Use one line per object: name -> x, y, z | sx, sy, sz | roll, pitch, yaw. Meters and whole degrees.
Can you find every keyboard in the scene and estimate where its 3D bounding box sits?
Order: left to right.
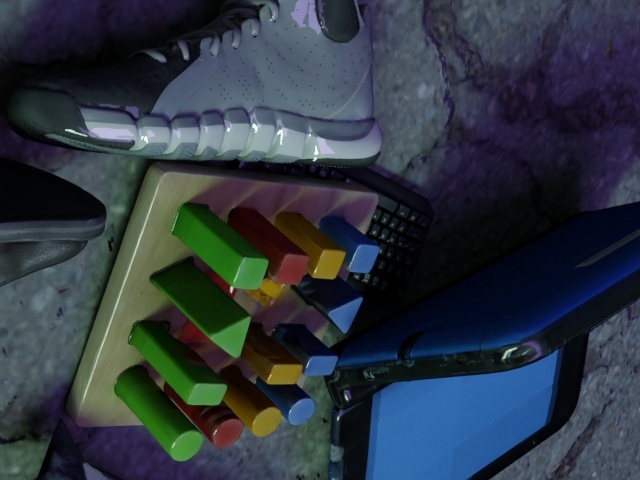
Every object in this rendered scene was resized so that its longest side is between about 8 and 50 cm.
keyboard -> 0.000, 0.000, 0.870 | 0.180, 0.023, 0.108 | 24, 92, -46

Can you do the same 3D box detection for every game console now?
game console -> 0.153, 0.096, 0.944 | 0.293, 0.250, 0.173 | -26, 99, -39

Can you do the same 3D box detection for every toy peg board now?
toy peg board -> -0.037, 0.050, 0.795 | 0.161, 0.079, 0.161 | 5, 115, -41

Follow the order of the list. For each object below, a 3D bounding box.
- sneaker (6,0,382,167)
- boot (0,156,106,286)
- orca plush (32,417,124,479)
sneaker -> -0.060, -0.108, 0.734 | 0.229, 0.086, 0.132 | 0, 96, -43
boot -> -0.226, 0.085, 0.665 | 0.263, 0.091, 0.229 | -14, 124, -34
orca plush -> -0.105, 0.233, 0.826 | 0.102, 0.151, 0.287 | -31, 139, 12
